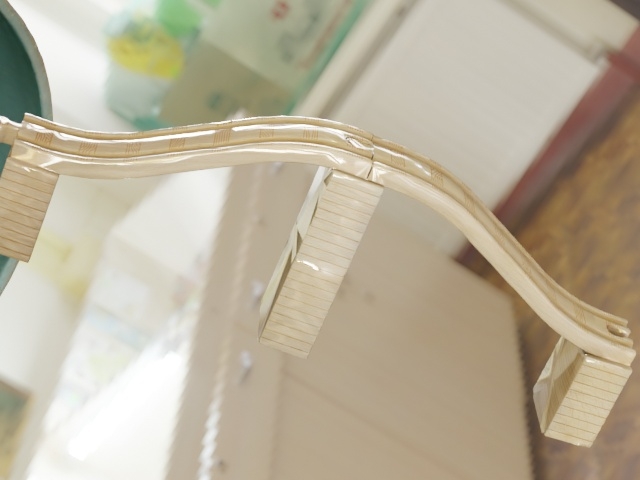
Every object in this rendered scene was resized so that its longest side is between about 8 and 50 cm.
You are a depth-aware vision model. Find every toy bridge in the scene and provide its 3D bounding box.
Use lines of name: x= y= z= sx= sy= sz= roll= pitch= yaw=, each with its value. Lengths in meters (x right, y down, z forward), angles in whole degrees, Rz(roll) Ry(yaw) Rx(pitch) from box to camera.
toy bridge: x=0.000 y=0.000 z=0.502 sx=0.026 sy=0.188 sz=0.063 roll=-88 pitch=20 yaw=-61

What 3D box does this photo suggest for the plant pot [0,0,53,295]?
plant pot: x=-0.278 y=-0.039 z=0.704 sx=0.293 sy=0.196 sz=0.293 roll=-35 pitch=-30 yaw=-24
